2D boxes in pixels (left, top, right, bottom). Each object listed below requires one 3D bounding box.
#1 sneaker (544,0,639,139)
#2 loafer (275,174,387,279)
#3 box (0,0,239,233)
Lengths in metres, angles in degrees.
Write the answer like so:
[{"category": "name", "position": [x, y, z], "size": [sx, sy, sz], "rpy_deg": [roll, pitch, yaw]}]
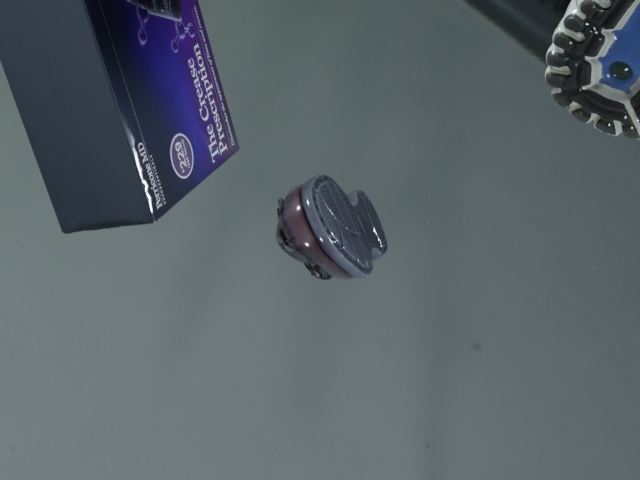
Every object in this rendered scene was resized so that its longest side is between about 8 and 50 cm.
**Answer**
[{"category": "sneaker", "position": [0.245, -0.227, 0.669], "size": [0.129, 0.330, 0.147], "rpy_deg": [28, 52, 11]}, {"category": "loafer", "position": [0.000, 0.000, 1.063], "size": [0.095, 0.302, 0.109], "rpy_deg": [-23, 85, 12]}, {"category": "box", "position": [-0.179, -0.163, 0.882], "size": [0.103, 0.261, 0.184], "rpy_deg": [-5, 23, 25]}]
